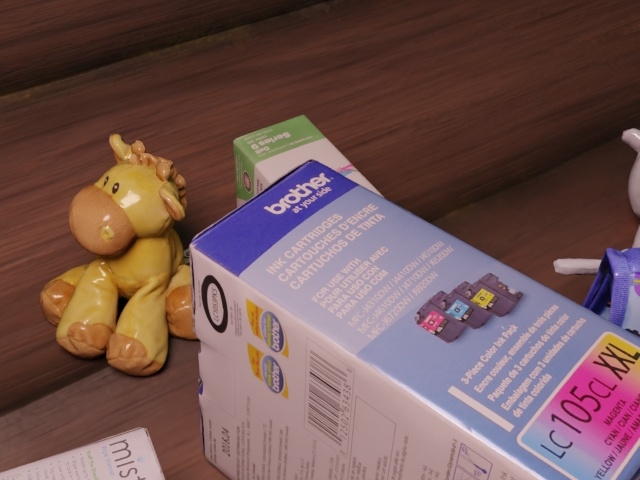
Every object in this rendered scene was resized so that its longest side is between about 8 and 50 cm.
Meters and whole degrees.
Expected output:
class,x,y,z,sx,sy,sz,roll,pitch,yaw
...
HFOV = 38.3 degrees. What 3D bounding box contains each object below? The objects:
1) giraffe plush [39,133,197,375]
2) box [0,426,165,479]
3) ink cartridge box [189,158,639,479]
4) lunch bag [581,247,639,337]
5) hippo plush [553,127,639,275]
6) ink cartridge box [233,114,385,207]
class,x,y,z,sx,sy,sz,roll,pitch,yaw
giraffe plush,-0.181,-0.001,0.907,0.181,0.171,0.210,18,45,17
box,-0.186,0.282,0.615,0.231,0.127,0.262,-15,38,-19
ink cartridge box,0.044,0.123,0.710,0.395,0.270,0.151,30,48,26
lunch bag,0.309,0.107,0.721,0.220,0.293,0.138,2,43,-1
hippo plush,0.422,-0.014,0.964,0.294,0.234,0.236,-34,16,21
ink cartridge box,0.000,0.000,0.925,0.093,0.154,0.212,-22,49,-24
